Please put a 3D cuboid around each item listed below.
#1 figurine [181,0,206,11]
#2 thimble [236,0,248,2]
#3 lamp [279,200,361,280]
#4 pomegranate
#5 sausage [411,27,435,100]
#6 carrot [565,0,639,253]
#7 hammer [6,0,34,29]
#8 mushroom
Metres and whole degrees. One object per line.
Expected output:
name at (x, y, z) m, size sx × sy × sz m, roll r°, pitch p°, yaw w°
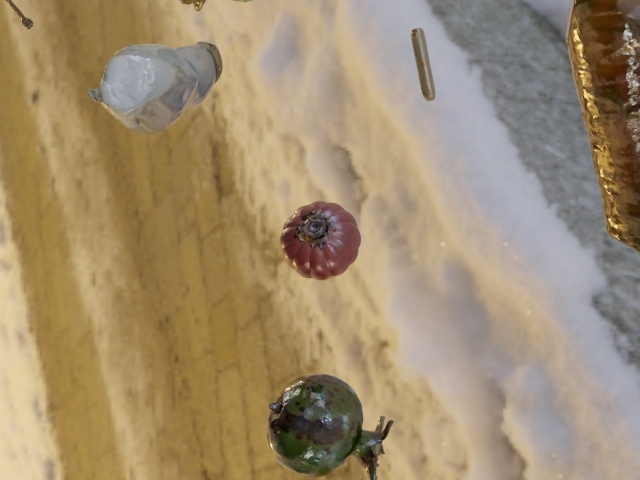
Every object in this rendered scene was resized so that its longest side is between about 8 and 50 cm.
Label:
figurine at (-0.048, -0.319, 1.038) m, size 0.185 × 0.127 × 0.234 m, roll 31°, pitch 79°, yaw 19°
thimble at (-0.072, -0.435, 1.430) m, size 0.150 × 0.219 × 0.219 m, roll 53°, pitch 150°, yaw -7°
lamp at (0.000, 0.000, 1.391) m, size 0.092 × 0.107 × 0.107 m, roll 68°, pitch -170°, yaw -66°
pomegranate at (0.011, 0.256, 1.436) m, size 0.148 × 0.169 × 0.148 m, roll 13°, pitch -90°, yaw -86°
sausage at (0.168, -0.286, 1.723) m, size 0.024 × 0.024 × 0.132 m, roll -39°, pitch 53°, yaw 55°
carrot at (0.303, -0.135, 1.009) m, size 0.114 × 0.114 × 0.302 m, roll 37°, pitch 149°, yaw 57°
hammer at (-0.336, -0.267, 1.081) m, size 0.029 × 0.123 × 0.014 m, roll -38°, pitch 26°, yaw -3°
mushroom at (-0.197, -0.200, 1.345) m, size 0.109 × 0.097 × 0.351 m, roll -61°, pitch 0°, yaw 14°
